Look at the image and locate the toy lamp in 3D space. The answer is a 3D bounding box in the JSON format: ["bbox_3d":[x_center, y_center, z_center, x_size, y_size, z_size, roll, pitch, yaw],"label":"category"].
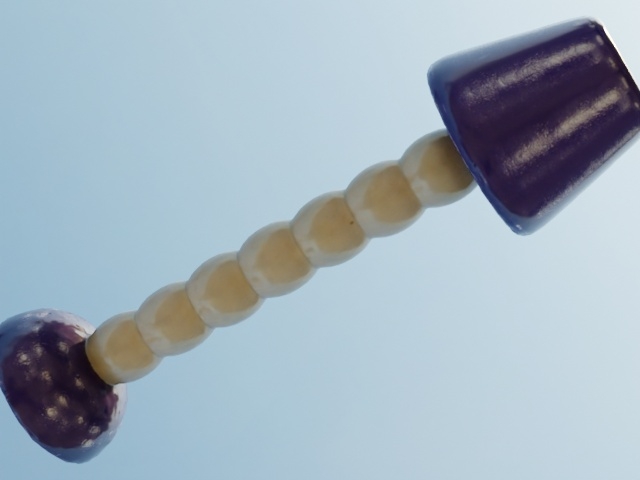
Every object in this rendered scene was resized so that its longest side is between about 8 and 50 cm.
[{"bbox_3d":[0.000,0.000,0.544,0.080,0.274,0.080,52,-161,-26],"label":"toy lamp"}]
